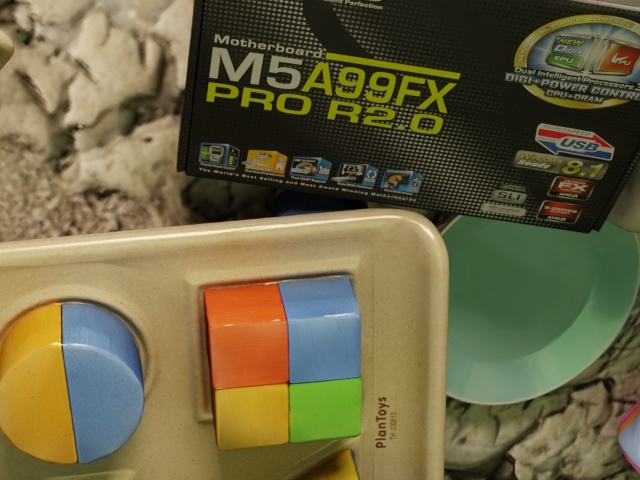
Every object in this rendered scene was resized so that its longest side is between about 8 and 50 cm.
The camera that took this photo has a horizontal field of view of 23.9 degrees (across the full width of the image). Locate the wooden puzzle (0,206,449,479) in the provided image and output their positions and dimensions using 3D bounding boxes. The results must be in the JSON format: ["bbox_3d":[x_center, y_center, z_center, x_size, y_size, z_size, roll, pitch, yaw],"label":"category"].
[{"bbox_3d":[-0.090,0.143,0.984,0.347,0.080,0.322,-3,120,-3],"label":"wooden puzzle"}]

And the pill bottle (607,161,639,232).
[{"bbox_3d":[0.309,-0.106,0.997,0.278,0.162,0.162,-12,121,-14],"label":"pill bottle"}]

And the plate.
[{"bbox_3d":[0.144,0.035,1.095,0.188,0.024,0.188,-9,121,-16],"label":"plate"}]

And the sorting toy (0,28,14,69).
[{"bbox_3d":[-0.354,-0.106,0.821,0.307,0.041,0.229,33,107,-32],"label":"sorting toy"}]

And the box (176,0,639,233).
[{"bbox_3d":[0.059,-0.099,0.861,0.270,0.060,0.216,8,149,-5],"label":"box"}]

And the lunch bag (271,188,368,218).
[{"bbox_3d":[0.000,0.000,0.997,0.067,0.065,0.098,-2,121,-2],"label":"lunch bag"}]

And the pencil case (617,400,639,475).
[{"bbox_3d":[0.329,0.099,1.161,0.104,0.104,0.236,34,100,-32],"label":"pencil case"}]
